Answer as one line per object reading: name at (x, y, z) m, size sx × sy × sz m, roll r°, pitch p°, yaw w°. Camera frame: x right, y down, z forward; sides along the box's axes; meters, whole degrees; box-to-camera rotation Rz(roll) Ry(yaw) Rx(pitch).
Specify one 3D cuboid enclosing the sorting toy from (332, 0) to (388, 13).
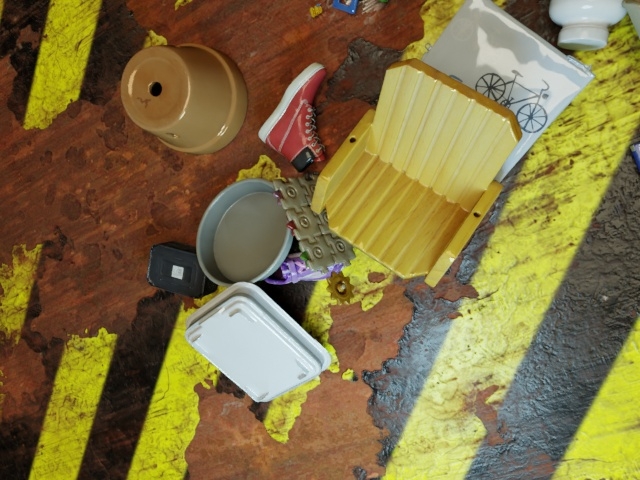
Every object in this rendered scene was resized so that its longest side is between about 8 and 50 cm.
sorting toy at (0.104, -0.707, 1.158) m, size 0.196 × 0.047 × 0.347 m, roll 16°, pitch 117°, yaw 29°

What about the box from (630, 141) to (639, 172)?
box at (0.752, -0.117, 1.043) m, size 0.137 × 0.036 × 0.225 m, roll -20°, pitch 88°, yaw 19°

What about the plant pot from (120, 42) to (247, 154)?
plant pot at (-0.360, -0.369, 1.292) m, size 0.291 × 0.203 × 0.290 m, roll 2°, pitch 97°, yaw 17°

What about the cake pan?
cake pan at (-0.189, -0.017, 1.302) m, size 0.294 × 0.054 × 0.292 m, roll -10°, pitch 69°, yaw 26°

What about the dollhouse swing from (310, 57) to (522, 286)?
dollhouse swing at (0.187, -0.132, 1.066) m, size 0.347 × 0.305 × 0.315 m, roll 34°, pitch 79°, yaw 11°

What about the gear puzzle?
gear puzzle at (0.000, 0.000, 1.227) m, size 0.044 × 0.176 × 0.338 m, roll -33°, pitch 77°, yaw 44°

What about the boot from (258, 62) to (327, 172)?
boot at (-0.021, -0.296, 1.254) m, size 0.176 × 0.088 × 0.244 m, roll 42°, pitch 115°, yaw 9°

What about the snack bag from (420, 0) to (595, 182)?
snack bag at (0.349, -0.320, 1.117) m, size 0.323 × 0.037 × 0.342 m, roll 42°, pitch 121°, yaw 11°

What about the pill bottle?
pill bottle at (0.543, -0.524, 1.008) m, size 0.147 × 0.146 × 0.263 m, roll 8°, pitch 99°, yaw 17°

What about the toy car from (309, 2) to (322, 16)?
toy car at (-0.037, -0.610, 1.257) m, size 0.041 × 0.060 × 0.121 m, roll -32°, pitch 106°, yaw -24°

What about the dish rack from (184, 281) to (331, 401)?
dish rack at (-0.172, 0.281, 1.293) m, size 0.286 × 0.072 × 0.333 m, roll -35°, pitch 107°, yaw 31°

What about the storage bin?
storage bin at (-0.379, 0.080, 1.413) m, size 0.180 × 0.084 × 0.121 m, roll 14°, pitch 100°, yaw 17°

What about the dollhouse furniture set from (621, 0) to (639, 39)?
dollhouse furniture set at (0.649, -0.485, 0.890) m, size 0.198 × 0.151 × 0.301 m, roll -41°, pitch 109°, yaw -7°

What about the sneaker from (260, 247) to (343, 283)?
sneaker at (-0.051, 0.067, 1.294) m, size 0.237 × 0.104 × 0.095 m, roll -12°, pitch 91°, yaw 18°
